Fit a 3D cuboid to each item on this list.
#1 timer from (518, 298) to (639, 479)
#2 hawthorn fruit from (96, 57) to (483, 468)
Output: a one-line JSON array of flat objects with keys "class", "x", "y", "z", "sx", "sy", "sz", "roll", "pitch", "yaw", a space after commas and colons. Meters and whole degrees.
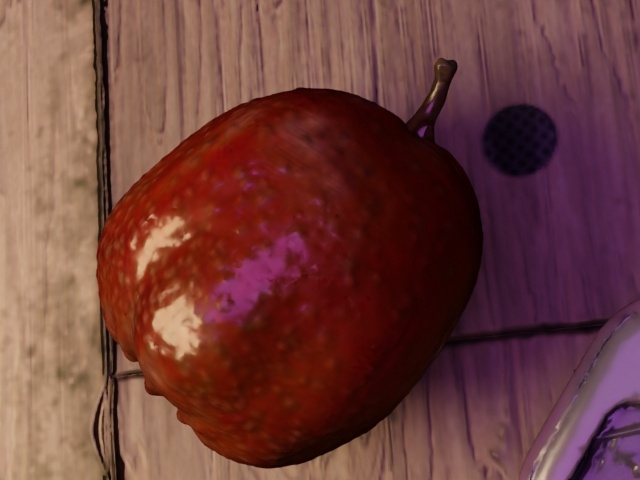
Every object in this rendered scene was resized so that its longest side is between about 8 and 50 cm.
[{"class": "timer", "x": 0.223, "y": 0.137, "z": 0.569, "sx": 0.208, "sy": 0.069, "sz": 0.191, "roll": 30, "pitch": 90, "yaw": 20}, {"class": "hawthorn fruit", "x": 0.000, "y": 0.000, "z": 0.601, "sx": 0.253, "sy": 0.205, "sz": 0.205, "roll": -44, "pitch": 70, "yaw": 1}]
